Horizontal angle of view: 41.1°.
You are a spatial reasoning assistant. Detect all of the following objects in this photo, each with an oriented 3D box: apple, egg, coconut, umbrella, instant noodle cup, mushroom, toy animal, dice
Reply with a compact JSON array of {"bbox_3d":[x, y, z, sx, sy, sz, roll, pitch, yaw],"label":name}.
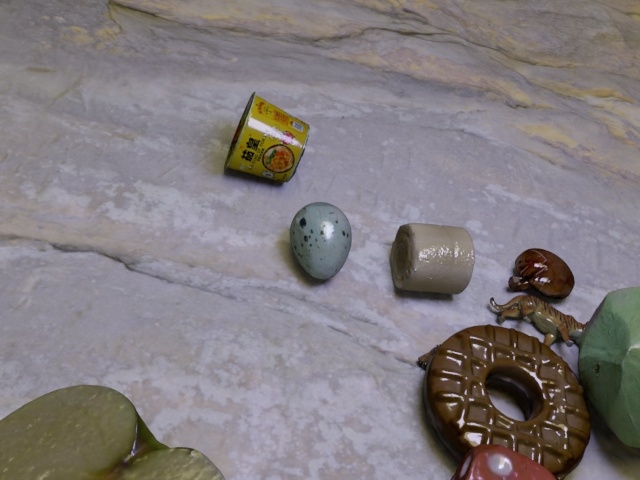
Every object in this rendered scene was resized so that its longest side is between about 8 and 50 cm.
[{"bbox_3d":[-0.340,0.394,1.181,0.360,0.320,0.312,-44,110,-34],"label":"apple"},{"bbox_3d":[0.000,0.000,1.737,0.131,0.131,0.164,6,54,-12],"label":"egg"},{"bbox_3d":[0.626,0.239,1.605,0.328,0.281,0.329,26,57,-48],"label":"coconut"},{"bbox_3d":[0.216,0.228,1.677,0.031,0.020,0.083,25,45,26],"label":"umbrella"},{"bbox_3d":[-0.113,-0.216,1.872,0.144,0.182,0.182,20,46,-11],"label":"instant noodle cup"},{"bbox_3d":[0.478,0.072,1.857,0.170,0.080,0.135,-12,44,-30],"label":"mushroom"},{"bbox_3d":[0.468,0.171,1.788,0.241,0.057,0.099,28,41,11],"label":"toy animal"},{"bbox_3d":[0.288,0.455,1.393,0.173,0.175,0.179,27,44,8],"label":"dice"}]

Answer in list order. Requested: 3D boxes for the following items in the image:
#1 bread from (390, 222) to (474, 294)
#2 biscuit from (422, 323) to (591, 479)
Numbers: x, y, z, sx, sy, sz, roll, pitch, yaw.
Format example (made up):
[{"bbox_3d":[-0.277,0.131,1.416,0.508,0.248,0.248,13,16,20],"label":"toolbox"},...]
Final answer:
[{"bbox_3d":[0.231,0.036,1.775,0.141,0.134,0.148,5,35,-14],"label":"bread"},{"bbox_3d":[0.345,0.300,1.592,0.331,0.103,0.332,9,48,-10],"label":"biscuit"}]
